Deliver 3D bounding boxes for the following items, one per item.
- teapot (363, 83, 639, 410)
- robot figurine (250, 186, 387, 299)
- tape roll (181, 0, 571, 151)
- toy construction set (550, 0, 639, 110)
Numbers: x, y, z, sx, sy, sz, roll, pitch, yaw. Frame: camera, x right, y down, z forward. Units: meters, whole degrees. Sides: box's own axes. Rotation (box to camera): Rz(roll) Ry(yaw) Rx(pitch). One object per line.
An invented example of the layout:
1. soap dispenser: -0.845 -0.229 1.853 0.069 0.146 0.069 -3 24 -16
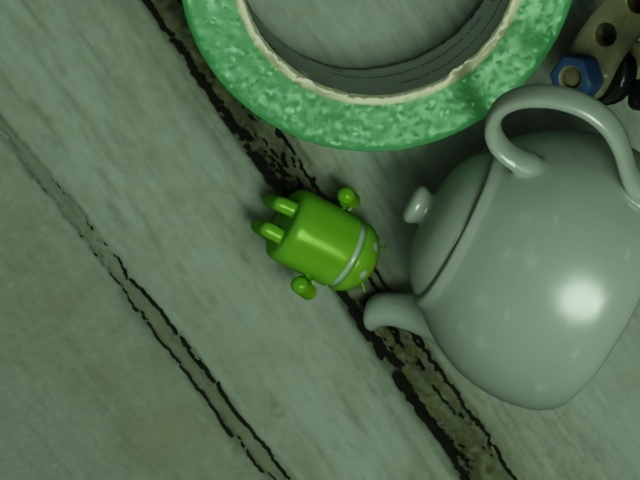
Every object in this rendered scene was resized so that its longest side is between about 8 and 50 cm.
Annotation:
1. teapot: 0.158 0.003 1.524 0.187 0.252 0.256 27 93 -5
2. robot figurine: 0.000 0.000 1.581 0.115 0.067 0.101 28 85 -18
3. tape roll: 0.043 -0.233 1.483 0.321 0.077 0.321 -2 111 -6
4. toy construction set: 0.350 -0.216 1.489 0.309 0.257 0.237 -3 101 -30
